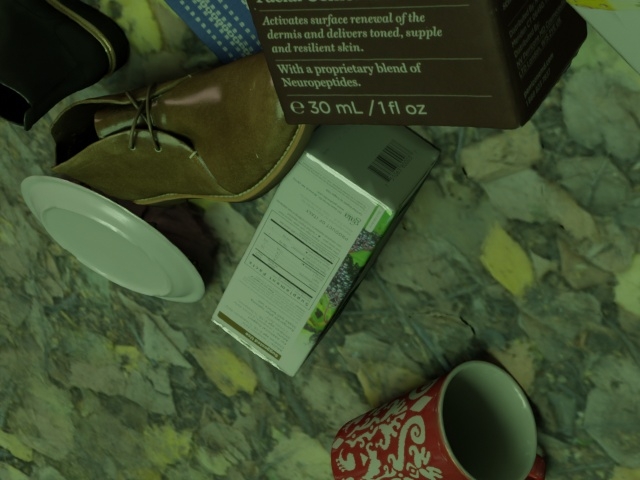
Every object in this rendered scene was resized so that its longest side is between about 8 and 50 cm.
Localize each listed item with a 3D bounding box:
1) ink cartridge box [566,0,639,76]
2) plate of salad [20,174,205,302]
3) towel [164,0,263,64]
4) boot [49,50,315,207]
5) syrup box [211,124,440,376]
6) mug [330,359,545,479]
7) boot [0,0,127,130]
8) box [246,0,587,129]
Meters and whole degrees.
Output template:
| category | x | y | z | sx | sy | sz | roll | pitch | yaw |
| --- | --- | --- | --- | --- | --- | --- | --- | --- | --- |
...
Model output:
| category | x | y | z | sx | sy | sz | roll | pitch | yaw |
| --- | --- | --- | --- | --- | --- | --- | --- | --- | --- |
| ink cartridge box | 0.237 | -0.195 | 0.817 | 0.226 | 0.131 | 0.306 | 0 | 164 | 34 |
| plate of salad | -0.190 | -0.007 | 1.409 | 0.199 | 0.048 | 0.200 | 25 | 157 | 11 |
| towel | -0.019 | -0.262 | 1.125 | 0.243 | 0.040 | 0.336 | 47 | 137 | -10 |
| boot | -0.117 | -0.087 | 1.215 | 0.305 | 0.115 | 0.112 | -16 | 70 | 50 |
| syrup box | 0.000 | 0.000 | 1.265 | 0.096 | 0.093 | 0.237 | 35 | 135 | 6 |
| mug | 0.105 | 0.198 | 1.338 | 0.150 | 0.113 | 0.169 | 52 | 138 | -9 |
| boot | -0.285 | -0.177 | 1.291 | 0.198 | 0.137 | 0.077 | 25 | 133 | 17 |
| box | 0.034 | -0.262 | 0.959 | 0.191 | 0.143 | 0.381 | 4 | 126 | 32 |
